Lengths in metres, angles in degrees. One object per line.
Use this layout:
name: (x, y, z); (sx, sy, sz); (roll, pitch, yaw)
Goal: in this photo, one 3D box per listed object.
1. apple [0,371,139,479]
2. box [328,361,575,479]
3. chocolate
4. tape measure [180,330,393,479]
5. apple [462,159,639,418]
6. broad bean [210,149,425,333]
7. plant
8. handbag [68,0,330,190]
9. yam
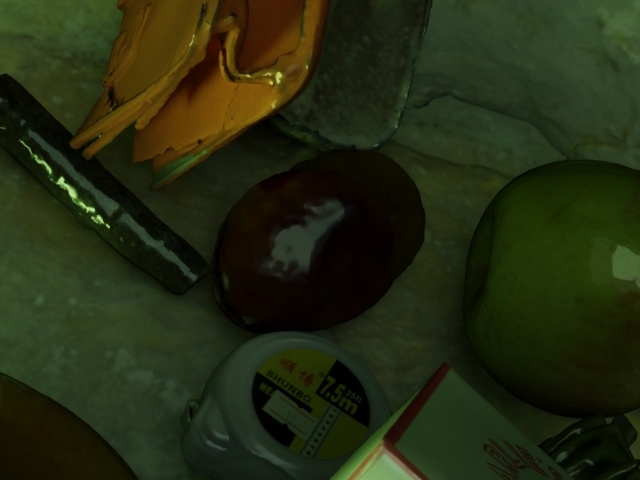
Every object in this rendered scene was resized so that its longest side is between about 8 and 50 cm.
apple: (-0.299, 0.260, 0.917); (0.384, 0.374, 0.374); (25, 69, -14)
box: (0.087, 0.312, 0.884); (0.312, 0.314, 0.300); (42, 101, 7)
chocolate: (0.011, -0.231, 1.278); (0.185, 0.100, 0.303); (20, 72, -20)
tape measure: (-0.020, 0.176, 1.139); (0.196, 0.105, 0.178); (35, 46, 6)
apple: (0.239, 0.043, 1.172); (0.193, 0.261, 0.261); (12, 71, -6)
broad bean: (0.002, 0.001, 1.193); (0.228, 0.122, 0.156); (-24, 85, -19)
plant: (0.153, 0.288, 1.076); (0.333, 0.251, 0.180); (-24, 65, -21)
handbag: (-0.084, -0.274, 1.152); (0.116, 0.303, 0.410); (23, 64, -25)
yam: (-0.218, -0.048, 1.188); (0.274, 0.061, 0.061); (43, 68, -1)
